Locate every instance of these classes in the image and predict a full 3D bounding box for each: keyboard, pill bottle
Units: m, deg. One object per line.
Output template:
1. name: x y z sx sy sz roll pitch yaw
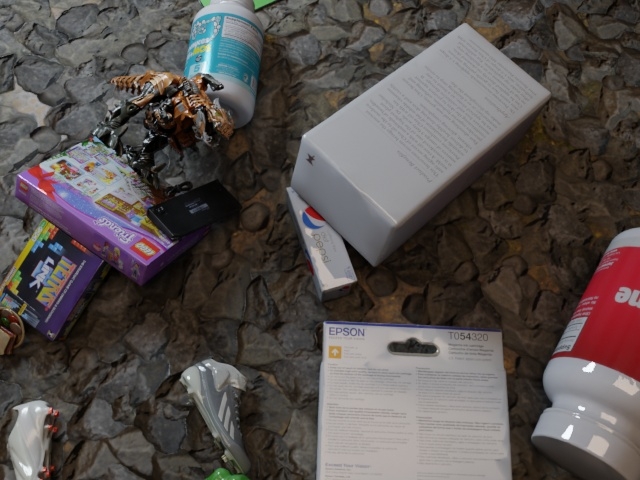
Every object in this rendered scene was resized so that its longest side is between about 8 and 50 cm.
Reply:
1. keyboard: -0.236 -0.064 1.379 0.108 0.023 0.180 46 41 13
2. pill bottle: -0.190 -0.364 1.495 0.146 0.146 0.264 5 68 0
3. pill bottle: 0.520 0.198 1.263 0.229 0.229 0.407 30 71 9

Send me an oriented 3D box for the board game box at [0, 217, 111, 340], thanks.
1. board game box: -0.473 0.069 1.337 0.141 0.048 0.170 33 92 12

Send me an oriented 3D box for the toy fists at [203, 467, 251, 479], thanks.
1. toy fists: -0.091 0.483 1.185 0.279 0.096 0.142 45 99 14

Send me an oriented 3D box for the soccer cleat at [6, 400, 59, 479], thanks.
1. soccer cleat: -0.482 0.363 1.245 0.076 0.068 0.196 -4 62 1

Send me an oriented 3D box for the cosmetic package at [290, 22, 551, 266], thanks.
1. cosmetic package: 0.188 -0.186 1.394 0.453 0.161 0.230 -38 75 -27

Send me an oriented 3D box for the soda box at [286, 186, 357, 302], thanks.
1. soda box: 0.000 0.000 1.399 0.069 0.074 0.216 -16 70 -9

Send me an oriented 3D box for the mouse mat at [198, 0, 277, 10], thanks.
1. mouse mat: -0.178 -0.554 1.645 0.190 0.007 0.152 -28 72 -11

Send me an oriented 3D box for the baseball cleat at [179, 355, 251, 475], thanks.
1. baseball cleat: -0.153 0.290 1.282 0.109 0.072 0.206 -30 76 -20

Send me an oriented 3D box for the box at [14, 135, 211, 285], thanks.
1. box: -0.370 -0.063 1.370 0.293 0.057 0.201 34 40 11

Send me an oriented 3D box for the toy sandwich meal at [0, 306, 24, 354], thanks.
1. toy sandwich meal: -0.555 0.158 1.319 0.085 0.029 0.085 6 106 20

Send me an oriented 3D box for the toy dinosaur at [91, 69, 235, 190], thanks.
1. toy dinosaur: -0.283 -0.223 1.361 0.218 0.322 0.164 -51 121 -6

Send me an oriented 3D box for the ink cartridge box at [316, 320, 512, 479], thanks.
1. ink cartridge box: 0.157 0.310 1.290 0.324 0.071 0.330 3 65 -1
